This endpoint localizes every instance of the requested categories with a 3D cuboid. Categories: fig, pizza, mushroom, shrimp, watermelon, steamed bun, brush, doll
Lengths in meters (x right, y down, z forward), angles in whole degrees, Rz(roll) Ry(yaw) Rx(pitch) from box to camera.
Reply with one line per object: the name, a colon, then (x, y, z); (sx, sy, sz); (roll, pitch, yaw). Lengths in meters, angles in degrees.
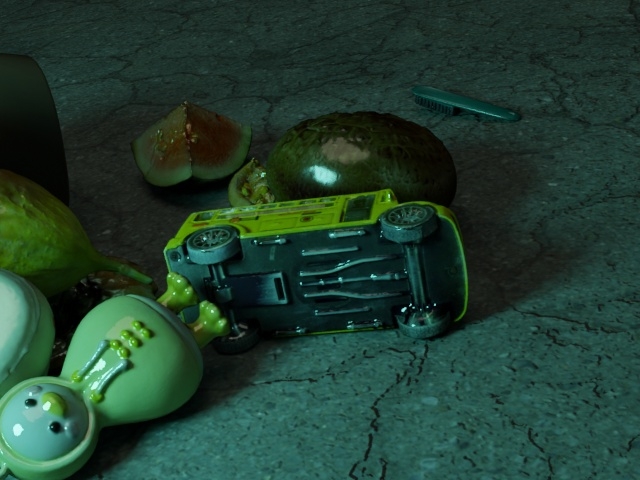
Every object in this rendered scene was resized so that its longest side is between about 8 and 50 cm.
fig: (-0.319, 0.017, 1.265); (0.257, 0.159, 0.159); (16, 20, -20)
pizza: (-0.072, -0.077, 1.555); (0.131, 0.041, 0.178); (0, 29, 15)
mushroom: (0.050, -0.090, 1.391); (0.253, 0.153, 0.253); (3, 13, -1)
shrimp: (-0.375, 0.098, 1.297); (0.365, 0.071, 0.233); (-14, 32, -20)
watermelon: (-0.194, -0.123, 1.636); (0.193, 0.137, 0.145); (-11, 62, -2)
steamed bun: (-0.383, 0.134, 1.133); (0.177, 0.131, 0.228); (34, 65, 23)
brush: (0.234, -0.214, 1.740); (0.193, 0.032, 0.043); (22, 34, 26)
doll: (-0.221, 0.146, 1.090); (0.141, 0.117, 0.296); (42, 49, 11)

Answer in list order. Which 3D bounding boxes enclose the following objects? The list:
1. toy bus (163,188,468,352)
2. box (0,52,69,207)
toy bus: (0.002, 0.025, 1.225); (0.330, 0.144, 0.152); (-6, 26, 11)
box: (-0.498, -0.135, 1.542); (0.216, 0.301, 0.301); (-16, 28, -23)
